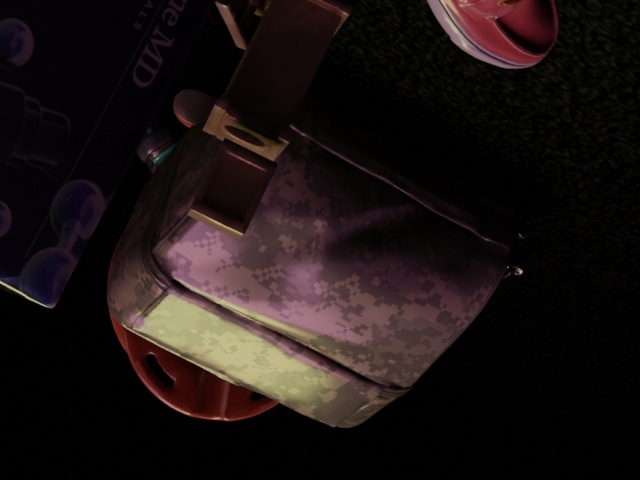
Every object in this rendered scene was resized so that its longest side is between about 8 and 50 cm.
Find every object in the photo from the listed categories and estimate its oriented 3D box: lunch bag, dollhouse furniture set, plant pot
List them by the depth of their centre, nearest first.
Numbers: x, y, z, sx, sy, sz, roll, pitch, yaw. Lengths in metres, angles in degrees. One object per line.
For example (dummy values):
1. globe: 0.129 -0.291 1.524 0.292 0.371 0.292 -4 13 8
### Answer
1. dollhouse furniture set: -0.093 -0.113 1.017 0.161 0.182 0.101 26 170 -6
2. lunch bag: 0.000 0.000 1.280 0.305 0.212 0.256 29 139 -15
3. plant pot: -0.106 0.072 1.557 0.272 0.272 0.265 27 -177 -7

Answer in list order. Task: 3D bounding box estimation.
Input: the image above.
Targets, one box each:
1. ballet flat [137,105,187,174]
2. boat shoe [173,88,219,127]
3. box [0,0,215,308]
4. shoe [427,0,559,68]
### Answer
1. ballet flat: -0.173 -0.111 1.567 0.074 0.074 0.203 25 176 5
2. boat shoe: -0.083 -0.106 1.400 0.137 0.049 0.043 28 173 2
3. box: -0.278 -0.184 0.800 0.212 0.293 0.395 16 166 45
4. shoe: 0.097 -0.144 0.746 0.081 0.063 0.178 22 166 45
